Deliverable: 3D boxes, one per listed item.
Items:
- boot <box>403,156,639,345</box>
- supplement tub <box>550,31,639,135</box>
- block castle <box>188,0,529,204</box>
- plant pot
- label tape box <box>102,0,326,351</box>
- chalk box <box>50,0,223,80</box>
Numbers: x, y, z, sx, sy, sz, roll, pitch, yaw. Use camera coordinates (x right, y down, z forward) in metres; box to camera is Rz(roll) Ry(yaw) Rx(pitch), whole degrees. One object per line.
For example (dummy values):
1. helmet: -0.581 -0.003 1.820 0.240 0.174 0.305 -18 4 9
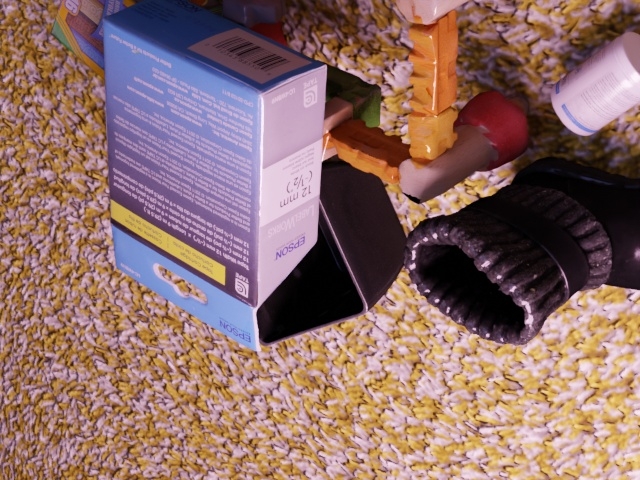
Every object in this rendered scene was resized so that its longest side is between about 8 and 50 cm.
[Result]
1. boot: 0.288 0.023 1.419 0.348 0.260 0.131 12 115 34
2. supplement tub: 0.306 -0.166 1.455 0.107 0.071 0.071 -35 85 41
3. block castle: 0.028 -0.265 1.543 0.453 0.213 0.303 26 134 34
4. plant pot: 0.000 0.000 1.694 0.188 0.167 0.187 -21 94 40
5. label tape box: -0.126 -0.078 1.572 0.249 0.115 0.348 28 133 31
6. chalk box: -0.222 -0.272 1.775 0.213 0.132 0.132 42 128 18
